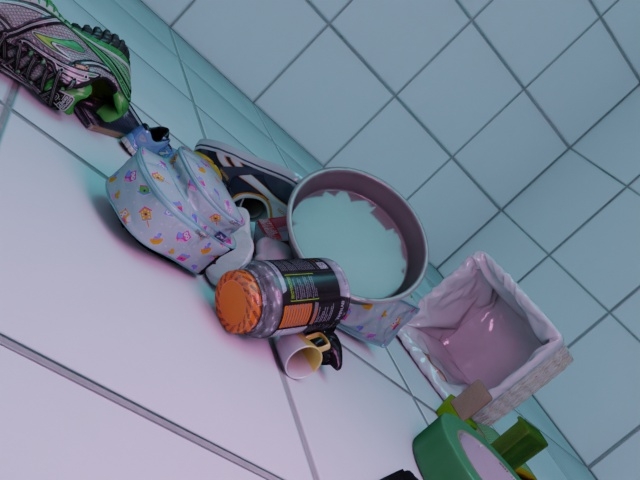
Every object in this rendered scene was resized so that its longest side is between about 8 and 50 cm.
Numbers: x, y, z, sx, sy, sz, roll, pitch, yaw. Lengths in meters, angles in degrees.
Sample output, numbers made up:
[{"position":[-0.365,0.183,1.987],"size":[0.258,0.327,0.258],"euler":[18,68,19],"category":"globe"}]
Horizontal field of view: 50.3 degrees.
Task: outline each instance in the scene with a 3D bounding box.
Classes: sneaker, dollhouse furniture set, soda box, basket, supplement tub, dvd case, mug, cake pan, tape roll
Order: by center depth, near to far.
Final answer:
[{"position":[-0.057,0.086,1.036],"size":[0.190,0.117,0.117],"euler":[0,42,-43],"category":"supplement tub"},{"position":[-0.429,-0.288,1.070],"size":[0.344,0.134,0.146],"euler":[11,56,-53],"category":"sneaker"},{"position":[-0.032,0.174,1.070],"size":[0.078,0.062,0.064],"euler":[9,21,-32],"category":"mug"},{"position":[-0.146,0.030,1.165],"size":[0.212,0.080,0.094],"euler":[-88,175,-58],"category":"sneaker"},{"position":[0.305,0.465,1.240],"size":[0.321,0.077,0.321],"euler":[44,10,-9],"category":"tape roll"},{"position":[0.065,-0.005,1.279],"size":[0.293,0.054,0.293],"euler":[13,55,-20],"category":"cake pan"},{"position":[-0.412,-0.259,1.289],"size":[0.164,0.018,0.221],"euler":[55,13,10],"category":"dvd case"},{"position":[-0.303,-0.179,1.303],"size":[0.063,0.073,0.162],"euler":[50,11,20],"category":"sneaker"},{"position":[0.000,0.000,1.371],"size":[0.264,0.092,0.083],"euler":[-7,40,-23],"category":"soda box"},{"position":[-0.181,-0.127,1.501],"size":[0.321,0.127,0.126],"euler":[23,-10,34],"category":"sneaker"},{"position":[0.435,0.457,1.565],"size":[0.301,0.151,0.197],"euler":[38,13,-37],"category":"dollhouse furniture set"},{"position":[0.439,0.268,1.813],"size":[0.328,0.331,0.266],"euler":[54,11,34],"category":"basket"}]

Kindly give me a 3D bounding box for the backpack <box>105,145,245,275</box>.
[{"position":[-0.214,-0.053,1.004],"size":[0.188,0.144,0.165],"euler":[25,28,-55],"category":"backpack"}]

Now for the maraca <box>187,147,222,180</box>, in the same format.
[{"position":[-0.220,-0.082,1.205],"size":[0.127,0.099,0.185],"euler":[77,-1,-49],"category":"maraca"}]

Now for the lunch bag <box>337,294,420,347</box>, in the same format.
[{"position":[0.054,0.086,1.484],"size":[0.262,0.160,0.223],"euler":[24,25,-35],"category":"lunch bag"}]

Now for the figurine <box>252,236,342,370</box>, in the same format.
[{"position":[-0.043,0.114,1.205],"size":[0.215,0.092,0.209],"euler":[41,16,-20],"category":"figurine"}]

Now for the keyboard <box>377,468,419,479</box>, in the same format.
[{"position":[0.135,0.411,0.921],"size":[0.201,0.033,0.317],"euler":[44,10,24],"category":"keyboard"}]
